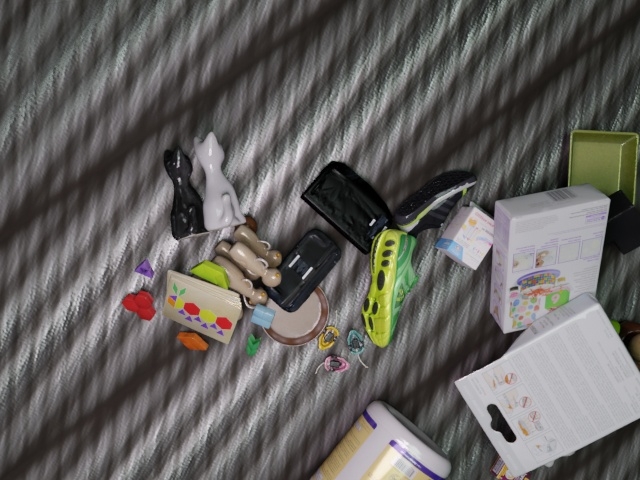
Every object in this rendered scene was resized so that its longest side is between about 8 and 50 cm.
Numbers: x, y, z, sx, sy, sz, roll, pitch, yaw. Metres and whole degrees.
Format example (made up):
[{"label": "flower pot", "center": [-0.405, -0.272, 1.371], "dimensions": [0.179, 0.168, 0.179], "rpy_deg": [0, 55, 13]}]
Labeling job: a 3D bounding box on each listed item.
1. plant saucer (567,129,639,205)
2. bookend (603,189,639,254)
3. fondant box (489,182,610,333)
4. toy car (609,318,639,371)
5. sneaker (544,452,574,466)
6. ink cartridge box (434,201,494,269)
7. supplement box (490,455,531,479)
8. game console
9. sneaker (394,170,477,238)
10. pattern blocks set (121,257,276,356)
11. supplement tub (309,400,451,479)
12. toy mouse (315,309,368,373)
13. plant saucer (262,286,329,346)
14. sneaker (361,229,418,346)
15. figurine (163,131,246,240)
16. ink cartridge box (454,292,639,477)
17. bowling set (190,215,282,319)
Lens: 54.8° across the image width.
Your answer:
[{"label": "plant saucer", "center": [0.707, -0.182, 1.574], "dimensions": [0.188, 0.045, 0.188], "rpy_deg": [1, 94, -9]}, {"label": "bookend", "center": [0.731, -0.021, 1.566], "dimensions": [0.156, 0.072, 0.157], "rpy_deg": [-34, 125, 20]}, {"label": "fondant box", "center": [0.536, 0.047, 1.472], "dimensions": [0.238, 0.096, 0.331], "rpy_deg": [-11, 120, -6]}, {"label": "toy car", "center": [0.810, 0.288, 1.550], "dimensions": [0.154, 0.188, 0.149], "rpy_deg": [16, 91, -9]}, {"label": "sneaker", "center": [0.638, 0.491, 1.600], "dimensions": [0.232, 0.090, 0.115], "rpy_deg": [-40, 107, 4]}, {"label": "ink cartridge box", "center": [0.366, -0.016, 1.511], "dimensions": [0.092, 0.090, 0.143], "rpy_deg": [33, 89, -9]}, {"label": "supplement box", "center": [0.491, 0.601, 1.598], "dimensions": [0.083, 0.043, 0.055], "rpy_deg": [32, 88, -10]}, {"label": "game console", "center": [0.000, 0.000, 1.463], "dimensions": [0.213, 0.044, 0.361], "rpy_deg": [42, 80, -9]}, {"label": "sneaker", "center": [0.282, -0.083, 1.513], "dimensions": [0.234, 0.084, 0.097], "rpy_deg": [-32, 122, -4]}, {"label": "pattern blocks set", "center": [-0.268, 0.147, 1.374], "dimensions": [0.324, 0.026, 0.285], "rpy_deg": [31, 131, -6]}, {"label": "supplement tub", "center": [0.117, 0.571, 1.439], "dimensions": [0.241, 0.241, 0.331], "rpy_deg": [40, 88, -9]}, {"label": "toy mouse", "center": [0.056, 0.271, 1.513], "dimensions": [0.143, 0.031, 0.161], "rpy_deg": [31, 89, -9]}, {"label": "plant saucer", "center": [-0.064, 0.169, 1.489], "dimensions": [0.168, 0.029, 0.169], "rpy_deg": [-1, 95, -8]}, {"label": "sneaker", "center": [0.177, 0.121, 1.476], "dimensions": [0.123, 0.109, 0.296], "rpy_deg": [-1, 108, -31]}, {"label": "figurine", "center": [-0.266, -0.120, 1.359], "dimensions": [0.092, 0.214, 0.210], "rpy_deg": [-15, 92, -44]}, {"label": "ink cartridge box", "center": [0.560, 0.355, 1.495], "dimensions": [0.384, 0.091, 0.308], "rpy_deg": [-31, 99, 10]}, {"label": "bowling set", "center": [-0.154, 0.045, 1.398], "dimensions": [0.154, 0.287, 0.200], "rpy_deg": [40, 54, -15]}]
